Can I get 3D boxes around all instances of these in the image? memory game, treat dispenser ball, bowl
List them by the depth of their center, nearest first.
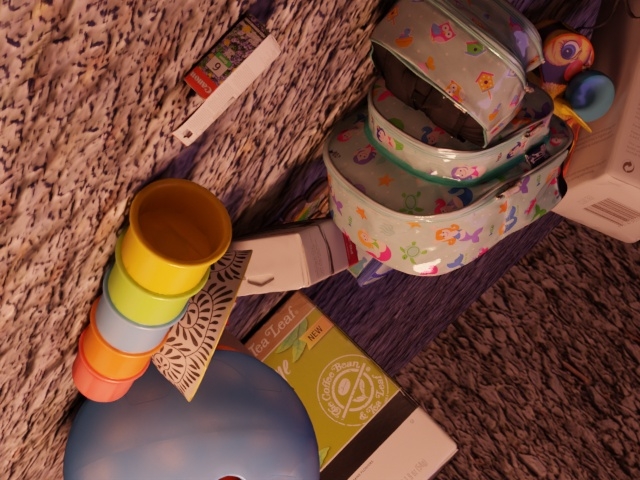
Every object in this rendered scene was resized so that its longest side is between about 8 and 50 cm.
[{"bbox_3d":[-0.138,0.074,1.740,0.170,0.080,0.170,-158,-90,-87],"label":"bowl"},{"bbox_3d":[-0.144,0.257,1.892,0.288,0.288,0.288,-44,169,-11],"label":"treat dispenser ball"},{"bbox_3d":[-0.031,-0.016,2.062,0.186,0.012,0.186,-44,169,-10],"label":"memory game"}]

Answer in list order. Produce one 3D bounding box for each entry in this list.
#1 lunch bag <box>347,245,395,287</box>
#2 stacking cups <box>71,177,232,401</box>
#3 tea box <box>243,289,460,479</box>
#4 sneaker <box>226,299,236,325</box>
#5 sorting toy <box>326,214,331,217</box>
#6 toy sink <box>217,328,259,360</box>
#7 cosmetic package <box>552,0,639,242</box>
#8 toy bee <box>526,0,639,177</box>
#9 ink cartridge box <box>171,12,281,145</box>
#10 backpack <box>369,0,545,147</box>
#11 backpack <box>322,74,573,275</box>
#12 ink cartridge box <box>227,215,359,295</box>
[{"bbox_3d":[0.118,-0.027,2.395,0.176,0.090,0.219,-49,168,28],"label":"lunch bag"},{"bbox_3d":[-0.180,0.065,1.609,0.096,0.096,0.316,-37,169,-39],"label":"stacking cups"},{"bbox_3d":[-0.023,0.303,2.422,0.329,0.323,0.220,-46,170,-2],"label":"tea box"},{"bbox_3d":[-0.146,0.090,1.862,0.118,0.067,0.042,-43,169,-13],"label":"sneaker"},{"bbox_3d":[0.000,0.000,2.190,0.102,0.042,0.061,-35,154,2],"label":"sorting toy"},{"bbox_3d":[-0.168,0.249,2.141,0.234,0.153,0.131,-42,169,-25],"label":"toy sink"},{"bbox_3d":[0.460,-0.211,2.334,0.385,0.156,0.217,-70,-167,-15],"label":"cosmetic package"},{"bbox_3d":[0.304,-0.228,2.239,0.195,0.162,0.298,13,-90,59],"label":"toy bee"},{"bbox_3d":[-0.085,-0.132,1.390,0.115,0.029,0.063,-45,170,0],"label":"ink cartridge box"},{"bbox_3d":[0.134,-0.184,1.663,0.144,0.166,0.188,-50,173,8],"label":"backpack"},{"bbox_3d":[0.132,-0.091,1.864,0.253,0.225,0.191,-36,145,-22],"label":"backpack"},{"bbox_3d":[-0.038,0.016,1.885,0.109,0.063,0.150,-8,-175,23],"label":"ink cartridge box"}]
